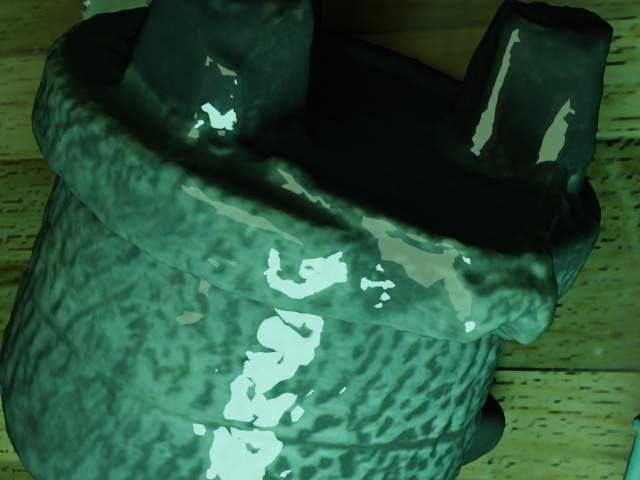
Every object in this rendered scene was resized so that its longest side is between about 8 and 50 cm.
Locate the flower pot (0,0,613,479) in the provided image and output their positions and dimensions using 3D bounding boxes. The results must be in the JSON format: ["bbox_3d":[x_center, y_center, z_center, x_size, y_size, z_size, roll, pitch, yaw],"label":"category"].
[{"bbox_3d":[0.000,0.000,0.952,0.299,0.299,0.283,26,112,20],"label":"flower pot"}]

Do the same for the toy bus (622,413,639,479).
[{"bbox_3d":[0.276,0.148,0.945,0.261,0.091,0.109,20,104,23],"label":"toy bus"}]

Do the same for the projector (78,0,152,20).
[{"bbox_3d":[-0.099,-0.195,1.075,0.115,0.061,0.147,-10,93,48],"label":"projector"}]
